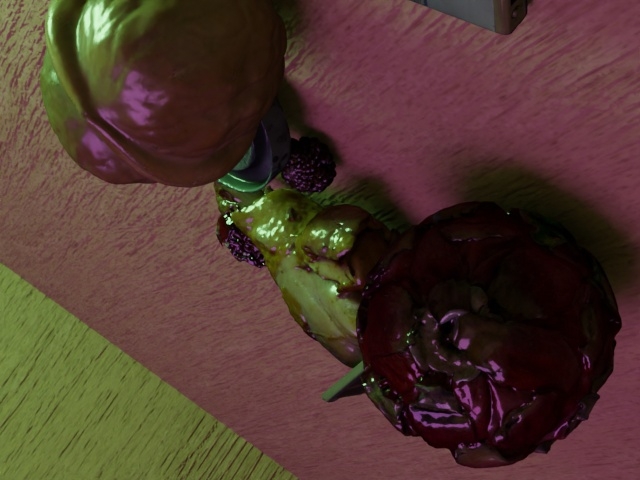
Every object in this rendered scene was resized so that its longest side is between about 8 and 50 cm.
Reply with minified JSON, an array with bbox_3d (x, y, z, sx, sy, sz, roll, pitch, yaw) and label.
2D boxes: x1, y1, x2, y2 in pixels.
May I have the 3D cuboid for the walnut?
[{"bbox_3d":[-0.180,-0.196,1.687,0.285,0.285,0.296,40,137,-17],"label":"walnut"}]

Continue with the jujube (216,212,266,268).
[{"bbox_3d":[-0.073,-0.007,2.214,0.166,0.104,0.104,24,159,0],"label":"jujube"}]

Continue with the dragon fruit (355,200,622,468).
[{"bbox_3d":[0.201,0.107,1.768,0.329,0.329,0.329,29,159,12],"label":"dragon fruit"}]

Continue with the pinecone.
[{"bbox_3d":[-0.015,-0.100,1.958,0.077,0.077,0.083,22,-172,27],"label":"pinecone"}]

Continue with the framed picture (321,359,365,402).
[{"bbox_3d":[0.161,0.171,2.055,0.281,0.019,0.209,-6,161,-26],"label":"framed picture"}]

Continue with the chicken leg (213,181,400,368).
[{"bbox_3d":[0.000,0.000,2.049,0.409,0.182,0.295,45,165,11],"label":"chicken leg"}]

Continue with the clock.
[{"bbox_3d":[-0.125,-0.163,1.926,0.215,0.042,0.215,34,145,28],"label":"clock"}]

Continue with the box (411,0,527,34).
[{"bbox_3d":[0.091,-0.312,1.366,0.210,0.045,0.270,24,158,23],"label":"box"}]
